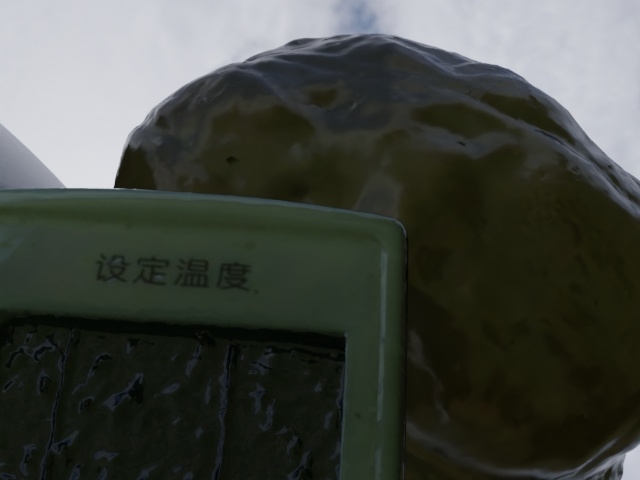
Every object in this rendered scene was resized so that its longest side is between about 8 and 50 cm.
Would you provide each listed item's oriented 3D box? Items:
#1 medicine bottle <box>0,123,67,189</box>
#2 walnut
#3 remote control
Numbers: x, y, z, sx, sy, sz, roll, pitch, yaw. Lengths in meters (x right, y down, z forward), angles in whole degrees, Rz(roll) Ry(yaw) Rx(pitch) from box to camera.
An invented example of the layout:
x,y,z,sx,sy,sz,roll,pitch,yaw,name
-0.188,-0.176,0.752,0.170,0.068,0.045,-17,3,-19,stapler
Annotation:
x,y,z,sx,sy,sz,roll,pitch,yaw,name
-0.286,-0.052,0.662,0.123,0.282,0.375,-52,-20,4,medicine bottle
0.021,0.043,0.562,0.282,0.276,0.253,-63,-7,12,walnut
-0.051,0.135,0.282,0.050,0.145,0.344,94,179,-55,remote control
